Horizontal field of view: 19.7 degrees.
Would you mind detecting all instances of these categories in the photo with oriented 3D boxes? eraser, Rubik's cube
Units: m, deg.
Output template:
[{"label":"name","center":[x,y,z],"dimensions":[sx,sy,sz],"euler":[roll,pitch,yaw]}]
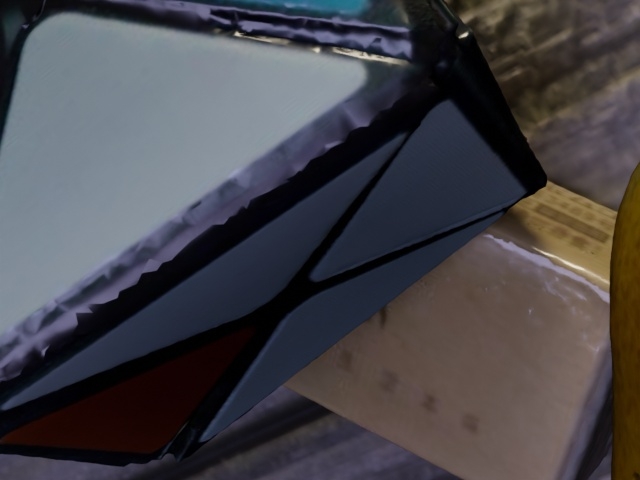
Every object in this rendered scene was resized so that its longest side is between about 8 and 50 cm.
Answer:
[{"label":"eraser","center":[0.000,0.000,0.942],"dimensions":[0.343,0.078,0.144],"euler":[25,121,18]},{"label":"Rubik's cube","center":[-0.080,-0.069,0.778],"dimensions":[0.248,0.250,0.246],"euler":[-37,74,6]}]

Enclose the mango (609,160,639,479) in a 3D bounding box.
[{"label":"mango","center":[0.241,0.119,0.775],"dimensions":[0.264,0.221,0.378],"euler":[-13,96,37]}]
